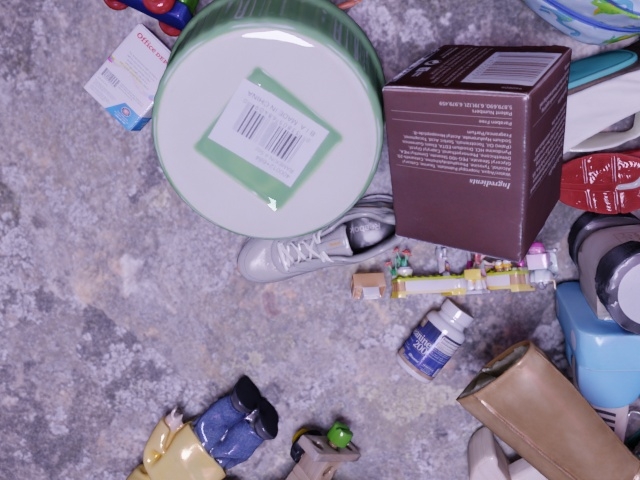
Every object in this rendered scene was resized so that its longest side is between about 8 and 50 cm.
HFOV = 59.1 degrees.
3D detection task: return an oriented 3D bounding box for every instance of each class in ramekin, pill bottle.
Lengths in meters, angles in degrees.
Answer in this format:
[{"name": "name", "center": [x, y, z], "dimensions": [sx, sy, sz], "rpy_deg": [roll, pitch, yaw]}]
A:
[{"name": "ramekin", "center": [-0.061, -0.149, 0.710], "dimensions": [0.303, 0.148, 0.304], "rpy_deg": [0, 120, 0]}, {"name": "pill bottle", "center": [0.172, 0.147, 0.841], "dimensions": [0.067, 0.067, 0.120], "rpy_deg": [36, 99, -4]}]

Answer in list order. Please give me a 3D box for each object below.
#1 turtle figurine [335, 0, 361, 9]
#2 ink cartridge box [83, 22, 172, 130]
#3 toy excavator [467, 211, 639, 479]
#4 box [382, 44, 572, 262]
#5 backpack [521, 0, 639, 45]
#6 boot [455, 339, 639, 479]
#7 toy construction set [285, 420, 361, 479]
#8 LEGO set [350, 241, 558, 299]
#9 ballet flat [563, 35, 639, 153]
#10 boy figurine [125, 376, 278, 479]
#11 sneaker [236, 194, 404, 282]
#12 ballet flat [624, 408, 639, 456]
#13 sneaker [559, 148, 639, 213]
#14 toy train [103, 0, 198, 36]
[{"name": "turtle figurine", "center": [-0.053, -0.420, 0.717], "dimensions": [0.269, 0.087, 0.217], "rpy_deg": [5, 93, -18]}, {"name": "ink cartridge box", "center": [-0.256, -0.229, 0.801], "dimensions": [0.088, 0.052, 0.122], "rpy_deg": [45, 100, -6]}, {"name": "toy excavator", "center": [0.413, 0.192, 0.770], "dimensions": [0.432, 0.222, 0.445], "rpy_deg": [-5, 105, 13]}, {"name": "box", "center": [0.192, -0.114, 0.686], "dimensions": [0.167, 0.168, 0.203], "rpy_deg": [13, 128, 32]}, {"name": "backpack", "center": [0.323, -0.405, 0.664], "dimensions": [0.290, 0.273, 0.355], "rpy_deg": [-43, 108, -8]}, {"name": "boot", "center": [0.282, 0.281, 0.716], "dimensions": [0.269, 0.089, 0.236], "rpy_deg": [42, 121, 3]}, {"name": "toy construction set", "center": [0.037, 0.420, 0.837], "dimensions": [0.308, 0.257, 0.237], "rpy_deg": [33, 87, -24]}, {"name": "LEGO set", "center": [0.185, 0.025, 0.803], "dimensions": [0.286, 0.132, 0.107], "rpy_deg": [-6, 83, 26]}, {"name": "ballet flat", "center": [0.441, -0.212, 0.751], "dimensions": [0.400, 0.139, 0.139], "rpy_deg": [-22, 98, 10]}, {"name": "boy figurine", "center": [-0.196, 0.346, 0.880], "dimensions": [0.285, 0.092, 0.177], "rpy_deg": [-41, 96, 9]}, {"name": "sneaker", "center": [0.000, 0.000, 0.795], "dimensions": [0.262, 0.121, 0.099], "rpy_deg": [-19, 98, 6]}, {"name": "ballet flat", "center": [0.517, 0.267, 0.844], "dimensions": [0.087, 0.083, 0.247], "rpy_deg": [34, 98, 11]}, {"name": "sneaker", "center": [0.446, -0.094, 0.782], "dimensions": [0.221, 0.128, 0.087], "rpy_deg": [-1, 104, 33]}, {"name": "toy train", "center": [-0.267, -0.393, 0.754], "dimensions": [0.248, 0.105, 0.143], "rpy_deg": [25, 90, -2]}]
